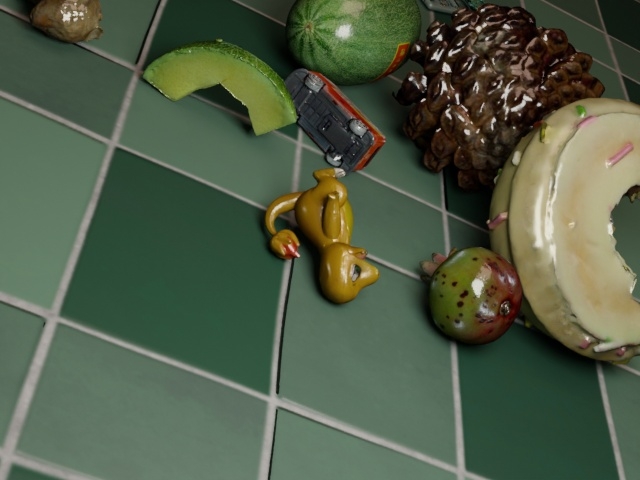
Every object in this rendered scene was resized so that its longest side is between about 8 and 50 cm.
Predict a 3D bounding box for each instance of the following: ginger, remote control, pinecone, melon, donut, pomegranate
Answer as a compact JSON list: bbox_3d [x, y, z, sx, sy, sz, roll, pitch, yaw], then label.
[{"bbox_3d":[-0.374,-0.354,1.485,0.104,0.080,0.204,-11,57,-39],"label":"ginger"},{"bbox_3d":[0.253,-0.477,2.183,0.125,0.018,0.053,3,48,-37],"label":"remote control"},{"bbox_3d":[0.264,-0.224,1.698,0.296,0.298,0.242,53,-3,19],"label":"pinecone"},{"bbox_3d":[0.062,-0.340,1.731,0.182,0.182,0.288,47,39,16],"label":"melon"},{"bbox_3d":[-0.128,-0.216,1.500,0.210,0.118,0.064,34,30,-10],"label":"melon"},{"bbox_3d":[0.372,-0.026,1.522,0.307,0.150,0.371,24,76,-26],"label":"donut"},{"bbox_3d":[0.198,0.071,1.432,0.129,0.129,0.159,26,0,-12],"label":"pomegranate"}]

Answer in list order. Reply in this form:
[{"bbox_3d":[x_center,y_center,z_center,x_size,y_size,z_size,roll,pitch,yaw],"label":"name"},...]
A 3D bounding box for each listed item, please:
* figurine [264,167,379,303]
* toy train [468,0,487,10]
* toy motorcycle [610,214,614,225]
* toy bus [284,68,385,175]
[{"bbox_3d":[-0.003,0.002,1.376,0.122,0.121,0.176,-14,63,-13],"label":"figurine"},{"bbox_3d":[0.324,-0.492,2.235,0.045,0.029,0.092,50,20,28],"label":"toy train"},{"bbox_3d":[0.417,-0.100,1.832,0.152,0.073,0.225,-1,48,-43],"label":"toy motorcycle"},{"bbox_3d":[0.018,-0.181,1.606,0.174,0.079,0.077,48,29,19],"label":"toy bus"}]
